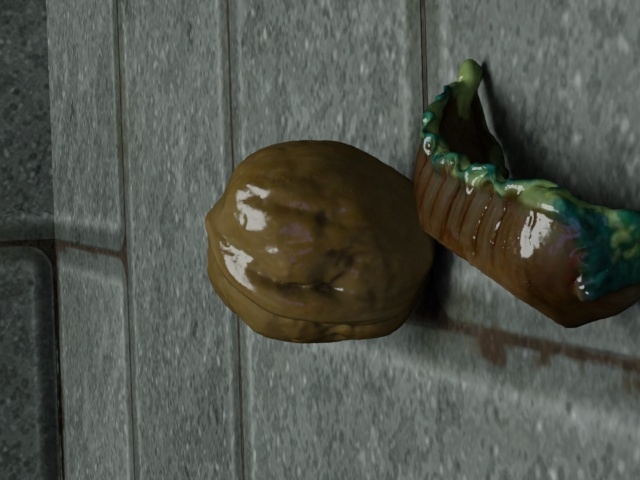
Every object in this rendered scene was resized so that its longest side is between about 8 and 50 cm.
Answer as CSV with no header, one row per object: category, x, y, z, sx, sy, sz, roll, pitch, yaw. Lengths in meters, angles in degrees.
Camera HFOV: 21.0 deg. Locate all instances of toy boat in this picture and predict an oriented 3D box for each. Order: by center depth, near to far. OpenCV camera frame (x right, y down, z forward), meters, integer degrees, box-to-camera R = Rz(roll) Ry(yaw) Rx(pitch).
toy boat,0.107,-0.026,1.013,0.099,0.108,0.293,-52,24,9

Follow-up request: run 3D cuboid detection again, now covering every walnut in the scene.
walnut,0.000,0.000,1.224,0.149,0.167,0.166,-83,7,-46
